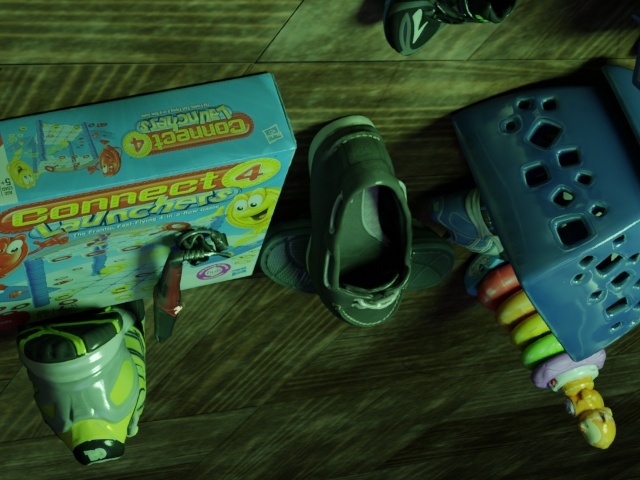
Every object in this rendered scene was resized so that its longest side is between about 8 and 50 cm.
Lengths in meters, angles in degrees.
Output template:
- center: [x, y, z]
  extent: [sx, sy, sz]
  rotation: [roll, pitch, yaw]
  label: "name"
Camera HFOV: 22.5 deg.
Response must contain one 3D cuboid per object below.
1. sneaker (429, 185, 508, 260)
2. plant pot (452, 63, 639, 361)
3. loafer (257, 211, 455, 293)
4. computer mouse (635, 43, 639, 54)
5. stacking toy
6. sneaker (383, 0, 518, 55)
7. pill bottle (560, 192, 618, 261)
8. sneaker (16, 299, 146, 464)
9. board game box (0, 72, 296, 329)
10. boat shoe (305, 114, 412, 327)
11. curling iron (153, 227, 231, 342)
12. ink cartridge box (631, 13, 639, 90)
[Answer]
- center: [0.195, -0.026, 1.989]
  extent: [0.081, 0.080, 0.211]
  rotation: [-2, 163, 18]
  label: "sneaker"
- center: [0.303, -0.040, 1.760]
  extent: [0.212, 0.236, 0.236]
  rotation: [-25, 148, 10]
  label: "plant pot"
- center: [0.032, 0.007, 1.900]
  extent: [0.267, 0.084, 0.096]
  rotation: [5, 127, -33]
  label: "loafer"
- center: [0.470, -0.225, 1.719]
  extent: [0.262, 0.060, 0.184]
  rotation: [-8, 156, -24]
  label: "computer mouse"
- center: [0.324, 0.140, 2.166]
  extent: [0.165, 0.302, 0.175]
  rotation: [-9, 158, -24]
  label: "stacking toy"
- center: [0.126, -0.218, 1.425]
  extent: [0.067, 0.078, 0.188]
  rotation: [5, 149, -47]
  label: "sneaker"
- center: [0.417, -0.015, 2.056]
  extent: [0.161, 0.161, 0.283]
  rotation: [-26, 158, 18]
  label: "pill bottle"
- center: [-0.260, 0.147, 1.775]
  extent: [0.145, 0.147, 0.385]
  rotation: [-11, -174, 1]
  label: "sneaker"
- center: [-0.201, -0.031, 1.603]
  extent: [0.308, 0.086, 0.302]
  rotation: [-12, 159, -16]
  label: "board game box"
- center: [0.046, 0.009, 1.764]
  extent: [0.112, 0.095, 0.335]
  rotation: [-19, 141, -9]
  label: "boat shoe"
- center: [-0.147, 0.057, 1.695]
  extent: [0.068, 0.035, 0.274]
  rotation: [-10, 157, -20]
  label: "curling iron"
- center: [0.484, -0.161, 1.530]
  extent: [0.395, 0.270, 0.151]
  rotation: [-5, 122, -19]
  label: "ink cartridge box"
